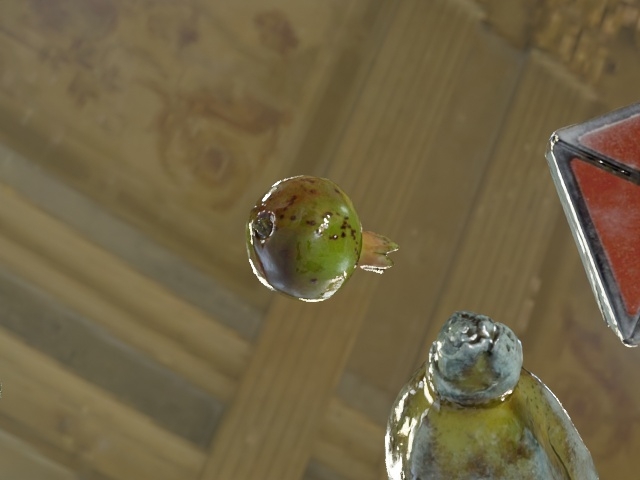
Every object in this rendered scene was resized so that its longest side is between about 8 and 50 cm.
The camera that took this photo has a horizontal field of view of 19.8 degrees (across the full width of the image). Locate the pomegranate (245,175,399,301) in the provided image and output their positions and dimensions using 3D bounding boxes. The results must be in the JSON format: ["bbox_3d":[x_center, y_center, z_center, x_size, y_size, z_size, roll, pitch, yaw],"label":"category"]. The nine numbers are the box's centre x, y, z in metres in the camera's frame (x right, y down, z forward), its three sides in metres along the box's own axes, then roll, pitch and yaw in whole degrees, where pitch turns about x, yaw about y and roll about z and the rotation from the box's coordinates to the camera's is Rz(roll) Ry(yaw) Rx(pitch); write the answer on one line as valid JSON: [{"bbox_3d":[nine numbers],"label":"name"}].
[{"bbox_3d":[0.000,0.000,2.321,0.205,0.159,0.159,12,-28,-28],"label":"pomegranate"}]

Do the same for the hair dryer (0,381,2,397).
[{"bbox_3d":[-0.339,0.080,1.406,0.229,0.267,0.092,-9,-27,26],"label":"hair dryer"}]

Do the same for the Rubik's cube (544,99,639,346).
[{"bbox_3d":[0.410,-0.038,2.073,0.254,0.259,0.260,-19,-3,7],"label":"Rubik's cube"}]

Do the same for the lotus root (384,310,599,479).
[{"bbox_3d":[0.112,0.170,1.285,0.140,0.158,0.322,-8,-47,20],"label":"lotus root"}]
